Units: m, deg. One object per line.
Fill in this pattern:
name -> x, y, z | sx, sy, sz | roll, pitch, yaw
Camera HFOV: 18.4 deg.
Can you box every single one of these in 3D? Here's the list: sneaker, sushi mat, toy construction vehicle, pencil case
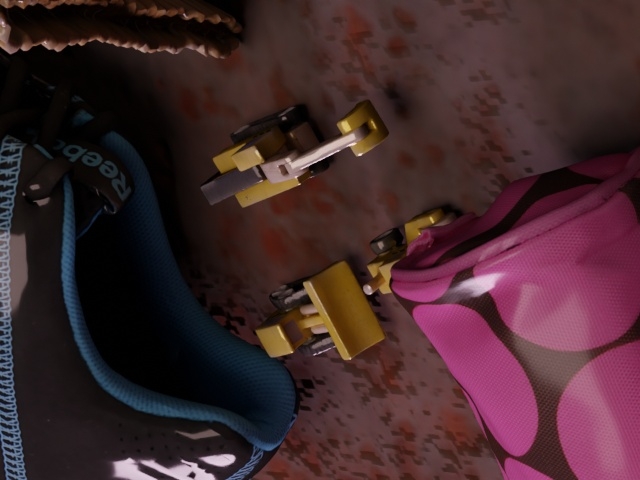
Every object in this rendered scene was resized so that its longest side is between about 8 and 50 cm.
sneaker -> -0.134, -0.040, 0.706 | 0.140, 0.125, 0.341 | -23, 109, 38
sushi mat -> -0.176, -0.146, 0.643 | 0.316, 0.151, 0.019 | 35, 106, 20
toy construction vehicle -> 0.000, 0.000, 0.656 | 0.098, 0.035, 0.086 | -15, 107, 47
pencil case -> 0.095, 0.077, 0.586 | 0.098, 0.095, 0.209 | -4, 113, 61
